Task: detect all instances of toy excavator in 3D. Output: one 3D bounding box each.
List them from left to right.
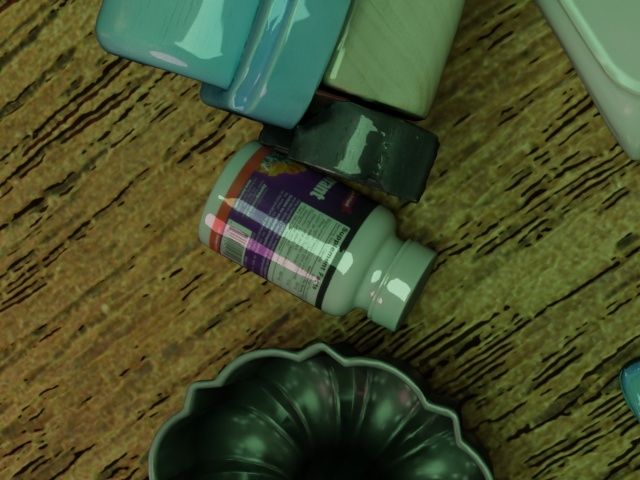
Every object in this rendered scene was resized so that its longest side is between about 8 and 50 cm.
[{"bbox_3d":[-0.124,-0.220,1.130,0.445,0.433,0.222,19,93,-13],"label":"toy excavator"}]

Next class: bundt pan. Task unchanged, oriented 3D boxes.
[{"bbox_3d":[0.011,0.238,1.249,0.331,0.124,0.330,3,101,15],"label":"bundt pan"}]

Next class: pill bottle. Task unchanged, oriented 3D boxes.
[{"bbox_3d":[0.000,0.000,1.220,0.194,0.108,0.108,29,106,9],"label":"pill bottle"}]

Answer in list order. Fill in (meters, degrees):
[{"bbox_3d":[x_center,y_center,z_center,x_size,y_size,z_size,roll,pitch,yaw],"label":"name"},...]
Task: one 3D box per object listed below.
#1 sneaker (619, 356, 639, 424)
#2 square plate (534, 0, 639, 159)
[{"bbox_3d":[0.309,0.169,1.178,0.063,0.073,0.162,-33,89,18],"label":"sneaker"},{"bbox_3d":[0.282,-0.269,1.056,0.344,0.049,0.347,-29,97,38],"label":"square plate"}]
